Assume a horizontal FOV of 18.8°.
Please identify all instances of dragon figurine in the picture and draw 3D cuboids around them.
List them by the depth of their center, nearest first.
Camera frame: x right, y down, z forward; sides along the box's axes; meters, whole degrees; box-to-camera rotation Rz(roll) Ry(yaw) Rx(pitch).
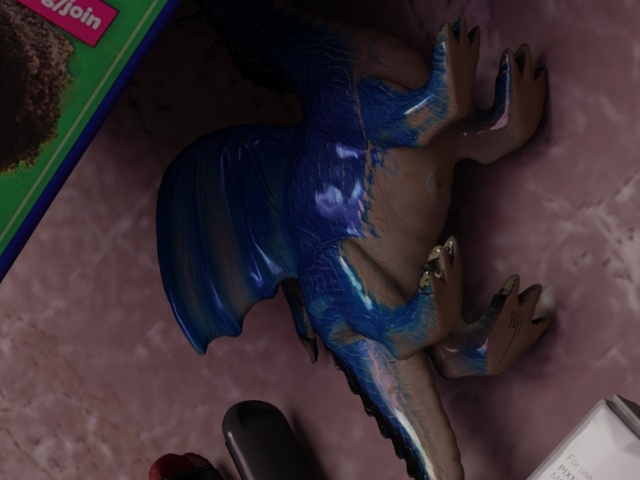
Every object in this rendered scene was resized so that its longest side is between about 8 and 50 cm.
[{"bbox_3d":[0.000,0.000,0.697,0.144,0.085,0.289,-5,81,34],"label":"dragon figurine"}]

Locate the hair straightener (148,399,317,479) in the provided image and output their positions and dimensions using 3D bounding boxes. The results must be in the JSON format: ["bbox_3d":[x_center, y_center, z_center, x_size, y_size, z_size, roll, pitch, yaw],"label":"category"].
[{"bbox_3d":[0.025,0.155,0.699,0.089,0.047,0.230,-40,69,25],"label":"hair straightener"}]

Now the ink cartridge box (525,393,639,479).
[{"bbox_3d":[0.074,0.129,0.614,0.150,0.109,0.063,-48,66,6],"label":"ink cartridge box"}]

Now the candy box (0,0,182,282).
[{"bbox_3d":[-0.086,-0.169,0.661,0.317,0.122,0.268,-56,19,19],"label":"candy box"}]
